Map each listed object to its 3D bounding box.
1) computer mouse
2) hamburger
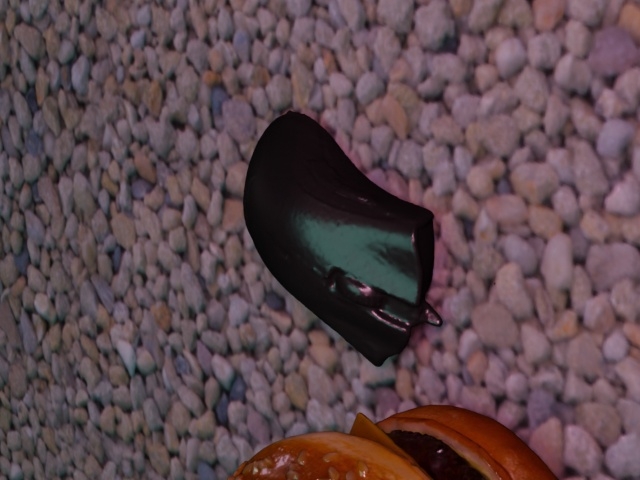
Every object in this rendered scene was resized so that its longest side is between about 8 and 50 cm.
[{"bbox_3d":[0.000,0.000,1.215,0.264,0.088,0.147,37,127,36],"label":"computer mouse"},{"bbox_3d":[0.050,0.267,1.104,0.291,0.225,0.291,15,111,44],"label":"hamburger"}]
